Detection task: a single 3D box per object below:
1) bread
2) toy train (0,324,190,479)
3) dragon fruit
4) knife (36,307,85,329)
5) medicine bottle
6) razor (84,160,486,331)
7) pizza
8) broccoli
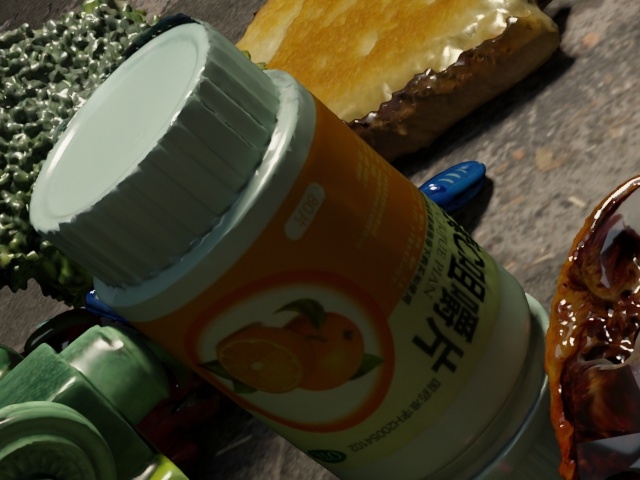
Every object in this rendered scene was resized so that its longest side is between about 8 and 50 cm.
[{"bbox_3d":[0.183,0.070,0.743,0.139,0.095,0.269,-26,50,42],"label":"bread"},{"bbox_3d":[-0.229,0.261,0.882,0.442,0.272,0.179,-44,27,-12],"label":"toy train"},{"bbox_3d":[-0.192,0.146,1.094,0.198,0.218,0.273,35,63,25],"label":"dragon fruit"},{"bbox_3d":[-0.265,0.081,1.469,0.091,0.005,0.014,-17,40,47],"label":"knife"},{"bbox_3d":[0.001,0.028,0.803,0.158,0.318,0.158,-37,29,25],"label":"medicine bottle"},{"bbox_3d":[0.001,0.012,0.969,0.324,0.056,0.093,-23,23,-38],"label":"razor"},{"bbox_3d":[0.008,-0.151,1.279,0.392,0.080,0.435,-42,27,14],"label":"pizza"},{"bbox_3d":[-0.150,-0.030,1.152,0.353,0.397,0.274,18,76,21],"label":"broccoli"}]
